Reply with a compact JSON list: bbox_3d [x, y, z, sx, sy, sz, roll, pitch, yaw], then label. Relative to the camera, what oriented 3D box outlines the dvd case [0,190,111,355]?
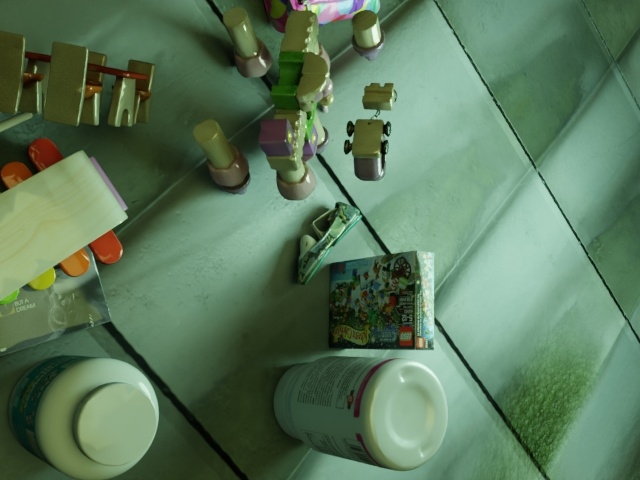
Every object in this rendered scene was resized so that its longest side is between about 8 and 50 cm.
[{"bbox_3d":[-0.407,0.034,0.987,0.164,0.018,0.221,-17,93,-34],"label":"dvd case"}]

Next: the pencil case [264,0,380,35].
[{"bbox_3d":[0.008,-0.449,1.291,0.236,0.104,0.104,-26,98,-35],"label":"pencil case"}]

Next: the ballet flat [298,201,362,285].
[{"bbox_3d":[0.000,0.000,1.253,0.070,0.070,0.188,51,58,-18],"label":"ballet flat"}]

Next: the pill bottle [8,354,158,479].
[{"bbox_3d":[-0.299,0.222,0.884,0.146,0.264,0.146,6,80,-34],"label":"pill bottle"}]

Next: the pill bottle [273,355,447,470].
[{"bbox_3d":[0.051,0.266,1.106,0.160,0.283,0.160,5,81,-34],"label":"pill bottle"}]

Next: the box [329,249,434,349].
[{"bbox_3d":[0.100,0.108,1.192,0.044,0.233,0.159,8,78,-34],"label":"box"}]

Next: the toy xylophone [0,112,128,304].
[{"bbox_3d":[-0.417,-0.033,0.928,0.322,0.081,0.236,-30,100,-34],"label":"toy xylophone"}]

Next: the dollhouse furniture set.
[{"bbox_3d":[-0.364,-0.240,0.914,0.259,0.262,0.135,11,101,2],"label":"dollhouse furniture set"}]

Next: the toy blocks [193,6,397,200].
[{"bbox_3d":[-0.013,-0.198,1.154,0.260,0.309,0.289,65,31,-62],"label":"toy blocks"}]
